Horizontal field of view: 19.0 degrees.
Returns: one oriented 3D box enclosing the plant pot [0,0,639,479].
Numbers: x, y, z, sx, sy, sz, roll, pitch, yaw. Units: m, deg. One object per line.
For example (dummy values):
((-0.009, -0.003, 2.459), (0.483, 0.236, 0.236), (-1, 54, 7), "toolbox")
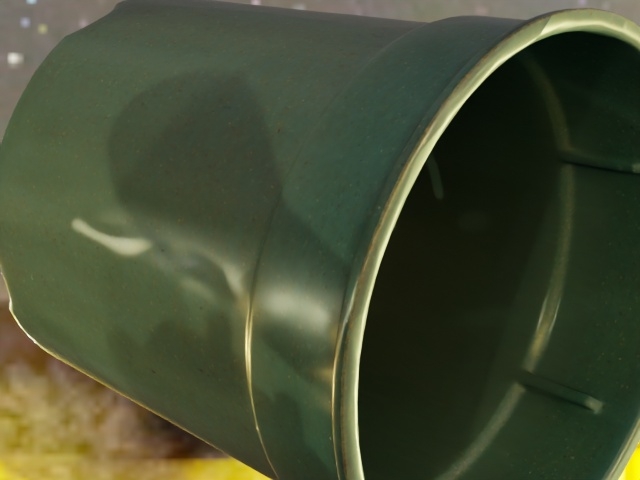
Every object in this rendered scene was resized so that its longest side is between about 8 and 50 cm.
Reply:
((0.000, 0.000, 1.162), (0.334, 0.341, 0.341), (18, 5, 38), "plant pot")
